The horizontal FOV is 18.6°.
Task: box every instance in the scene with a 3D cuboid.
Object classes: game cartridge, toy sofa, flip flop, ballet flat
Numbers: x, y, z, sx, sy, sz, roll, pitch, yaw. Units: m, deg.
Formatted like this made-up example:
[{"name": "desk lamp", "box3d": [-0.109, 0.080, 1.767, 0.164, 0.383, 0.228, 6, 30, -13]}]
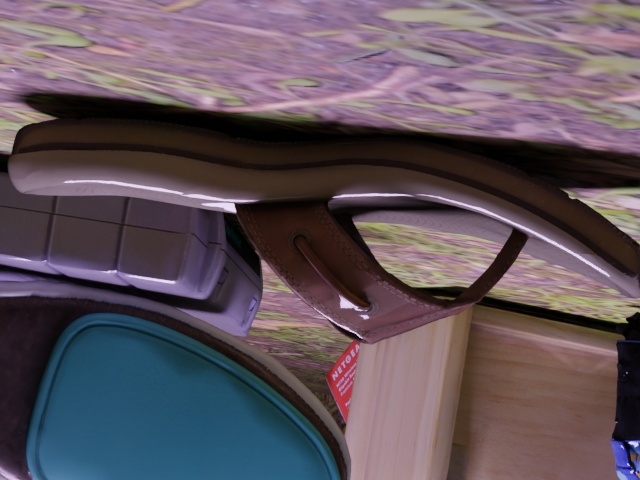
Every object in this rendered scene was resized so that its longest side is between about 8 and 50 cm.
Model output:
[{"name": "game cartridge", "box3d": [-0.158, 0.004, 1.178, 0.230, 0.068, 0.355, 4, 173, 4]}, {"name": "toy sofa", "box3d": [0.190, 0.138, 1.467, 0.362, 0.150, 0.177, 12, 176, -26]}, {"name": "flip flop", "box3d": [0.000, 0.000, 0.810, 0.277, 0.080, 0.112, 8, 174, 11]}, {"name": "ballet flat", "box3d": [-0.173, 0.071, 1.090, 0.400, 0.139, 0.139, 16, 172, -20]}]

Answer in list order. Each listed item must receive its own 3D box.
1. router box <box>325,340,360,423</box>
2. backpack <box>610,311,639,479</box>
[{"name": "router box", "box3d": [0.203, 0.221, 1.684, 0.335, 0.082, 0.301, 14, -145, -35]}, {"name": "backpack", "box3d": [0.290, 0.110, 1.243, 0.158, 0.117, 0.173, 12, 170, -34]}]
